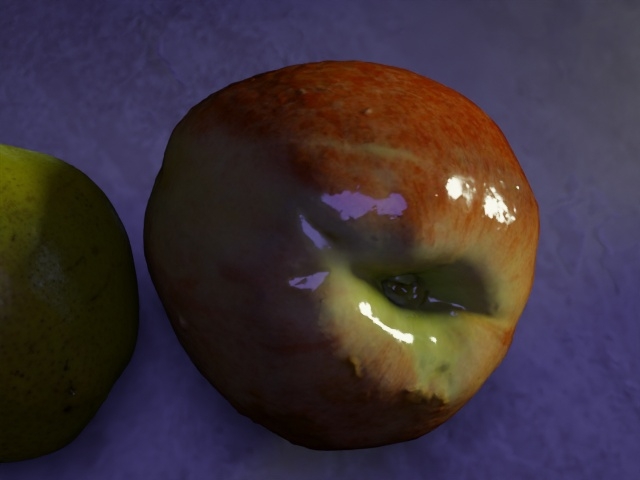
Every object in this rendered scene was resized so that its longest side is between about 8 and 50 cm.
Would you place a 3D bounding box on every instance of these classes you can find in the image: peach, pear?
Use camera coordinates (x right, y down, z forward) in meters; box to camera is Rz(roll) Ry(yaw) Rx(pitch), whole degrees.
[{"bbox_3d":[0.000,0.000,1.121,0.232,0.257,0.232,-9,110,-27],"label":"peach"},{"bbox_3d":[-0.205,0.036,1.114,0.198,0.198,0.198,1,76,-3],"label":"pear"}]
